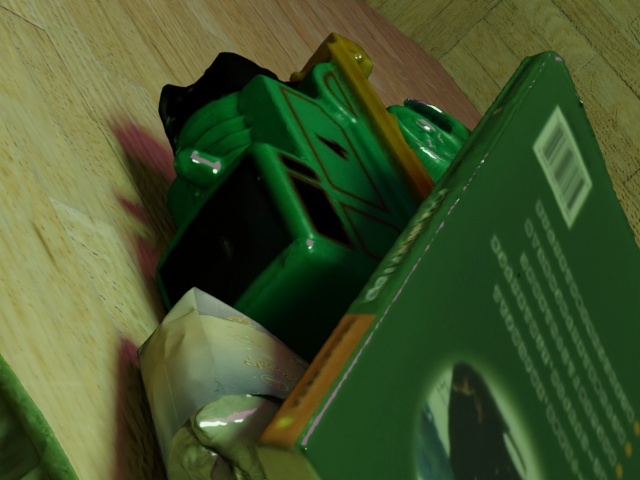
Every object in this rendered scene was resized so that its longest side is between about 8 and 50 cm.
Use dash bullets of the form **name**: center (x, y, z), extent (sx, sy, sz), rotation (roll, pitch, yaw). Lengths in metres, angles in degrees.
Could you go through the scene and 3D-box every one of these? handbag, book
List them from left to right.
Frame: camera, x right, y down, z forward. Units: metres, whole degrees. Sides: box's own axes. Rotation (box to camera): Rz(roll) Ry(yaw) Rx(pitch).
- **handbag**: center (-0.039, 0.104, 0.778), extent (0.117, 0.095, 0.173), rotation (36, 9, -18)
- **book**: center (0.109, 0.091, 0.825), extent (0.260, 0.043, 0.371), rotation (62, 39, -22)

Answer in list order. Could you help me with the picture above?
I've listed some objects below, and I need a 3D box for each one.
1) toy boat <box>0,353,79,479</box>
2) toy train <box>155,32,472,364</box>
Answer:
- **toy boat**: center (-0.117, 0.112, 0.511), extent (0.293, 0.093, 0.055), rotation (57, -1, 42)
- **toy train**: center (0.000, 0.000, 1.023), extent (0.249, 0.178, 0.429), rotation (22, 26, -35)
